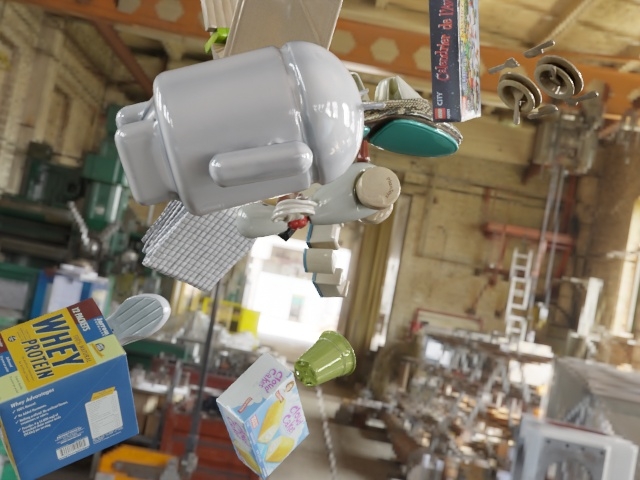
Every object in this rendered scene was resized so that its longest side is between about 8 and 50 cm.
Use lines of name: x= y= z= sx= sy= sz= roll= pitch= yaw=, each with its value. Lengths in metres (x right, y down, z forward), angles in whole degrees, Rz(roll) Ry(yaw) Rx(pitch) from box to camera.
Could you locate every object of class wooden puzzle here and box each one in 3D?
wooden puzzle: x=-0.077 y=-0.413 z=1.880 sx=0.221 sy=0.238 sz=0.044 roll=22 pitch=19 yaw=20

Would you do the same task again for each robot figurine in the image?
robot figurine: x=-0.094 y=-0.153 z=1.280 sx=0.353 sy=0.199 sz=0.300 roll=-14 pitch=32 yaw=-3

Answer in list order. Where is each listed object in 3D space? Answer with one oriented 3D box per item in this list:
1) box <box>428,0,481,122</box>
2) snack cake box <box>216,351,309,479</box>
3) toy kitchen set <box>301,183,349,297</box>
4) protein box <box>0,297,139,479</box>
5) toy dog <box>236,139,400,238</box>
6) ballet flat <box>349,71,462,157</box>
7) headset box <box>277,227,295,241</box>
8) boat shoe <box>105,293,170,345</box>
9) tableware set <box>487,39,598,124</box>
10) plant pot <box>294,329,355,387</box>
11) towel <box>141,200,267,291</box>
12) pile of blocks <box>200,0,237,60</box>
box: x=0.202 y=-0.296 z=1.410 sx=0.044 sy=0.233 sz=0.159 roll=0 pitch=11 yaw=19
snack cake box: x=-0.120 y=0.382 z=2.038 sx=0.089 sy=0.152 sz=0.264 roll=33 pitch=-27 yaw=30
toy kitchen set: x=0.000 y=0.000 z=2.084 sx=0.122 sy=0.207 sz=0.166 roll=3 pitch=-29 yaw=18
protein box: x=-0.407 y=0.232 z=1.462 sx=0.200 sy=0.201 sz=0.136 roll=-21 pitch=47 yaw=-24
toy dog: x=0.001 y=-0.108 z=1.862 sx=0.334 sy=0.161 sz=0.220 roll=-5 pitch=-15 yaw=-30
ballet flat: x=0.102 y=-0.282 z=2.065 sx=0.483 sy=0.182 sz=0.164 roll=-2 pitch=-16 yaw=-30
headset box: x=-0.069 y=-0.037 z=2.157 sx=0.032 sy=0.062 sz=0.083 roll=38 pitch=10 yaw=-7
boat shoe: x=-0.366 y=0.156 z=1.877 sx=0.226 sy=0.083 sz=0.076 roll=-23 pitch=-5 yaw=35
tableware set: x=0.368 y=-0.259 z=1.618 sx=0.128 sy=0.039 sz=0.194 roll=45 pitch=-21 yaw=-13
plant pot: x=0.000 y=0.200 z=1.544 sx=0.083 sy=0.083 sz=0.079 roll=7 pitch=26 yaw=45
towel: x=-0.297 y=-0.022 z=2.423 sx=0.235 sy=0.283 sz=0.121 roll=26 pitch=24 yaw=-39
pile of blocks: x=-0.168 y=-0.378 z=2.117 sx=0.149 sy=0.362 sz=0.112 roll=-31 pitch=-2 yaw=-32
